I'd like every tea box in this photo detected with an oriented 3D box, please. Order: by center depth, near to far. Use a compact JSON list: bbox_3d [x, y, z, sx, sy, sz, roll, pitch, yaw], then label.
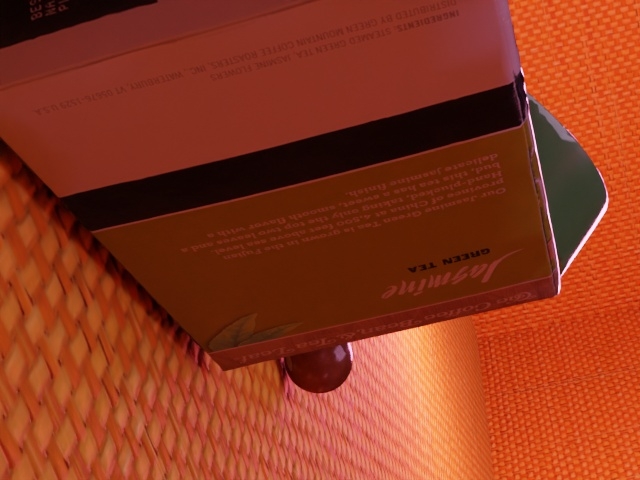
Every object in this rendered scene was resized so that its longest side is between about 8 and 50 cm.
[{"bbox_3d":[-0.021,-0.150,0.663,0.323,0.220,0.329,61,18,-62],"label":"tea box"}]

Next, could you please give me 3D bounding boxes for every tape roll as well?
[{"bbox_3d":[0.093,-0.085,1.069,0.077,0.321,0.321,-55,157,-9],"label":"tape roll"}]

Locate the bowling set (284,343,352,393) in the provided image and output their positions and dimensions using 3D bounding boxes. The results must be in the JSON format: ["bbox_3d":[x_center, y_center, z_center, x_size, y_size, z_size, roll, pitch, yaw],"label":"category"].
[{"bbox_3d":[0.000,0.000,0.943,0.154,0.200,0.287,36,-6,16],"label":"bowling set"}]
